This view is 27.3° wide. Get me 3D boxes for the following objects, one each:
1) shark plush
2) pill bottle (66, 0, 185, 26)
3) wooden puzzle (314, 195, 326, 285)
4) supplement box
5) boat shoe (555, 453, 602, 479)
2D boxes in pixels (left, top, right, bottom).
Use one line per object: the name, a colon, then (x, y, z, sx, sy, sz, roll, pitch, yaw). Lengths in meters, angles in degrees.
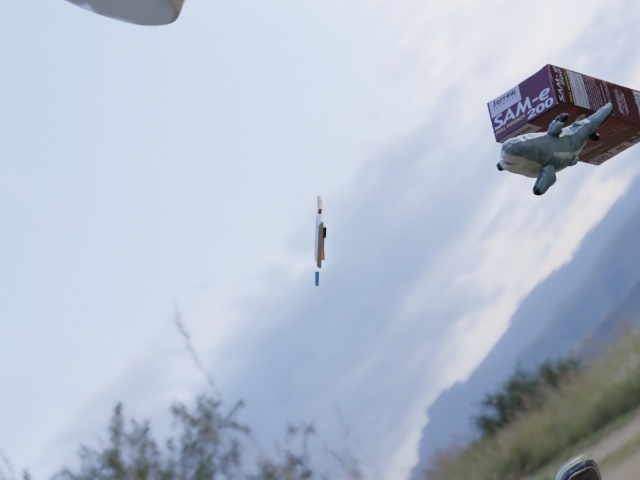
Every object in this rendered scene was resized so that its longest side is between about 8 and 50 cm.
shark plush: (0.270, -0.110, 1.473, 0.161, 0.073, 0.067, -20, -50, -12)
pill bottle: (-0.152, -0.400, 1.239, 0.204, 0.204, 0.361, 61, -134, -74)
wooden puzzle: (0.000, 0.000, 1.883, 0.078, 0.014, 0.116, -99, 12, -73)
supplement box: (0.383, -0.186, 1.990, 0.239, 0.073, 0.130, 9, -28, -38)
boat shoe: (0.290, 0.288, 1.431, 0.056, 0.049, 0.152, -24, -44, -5)
